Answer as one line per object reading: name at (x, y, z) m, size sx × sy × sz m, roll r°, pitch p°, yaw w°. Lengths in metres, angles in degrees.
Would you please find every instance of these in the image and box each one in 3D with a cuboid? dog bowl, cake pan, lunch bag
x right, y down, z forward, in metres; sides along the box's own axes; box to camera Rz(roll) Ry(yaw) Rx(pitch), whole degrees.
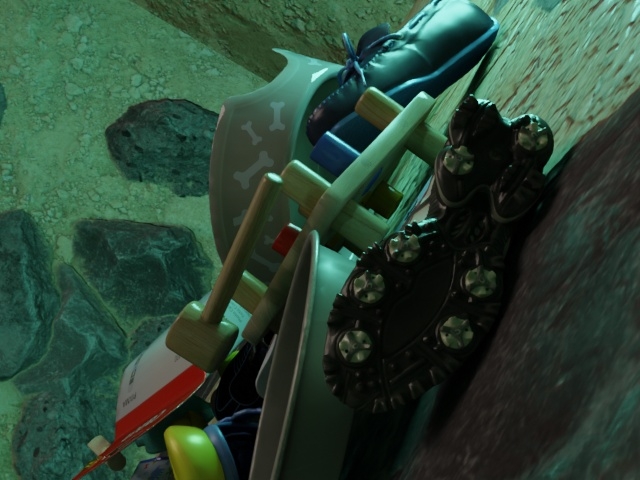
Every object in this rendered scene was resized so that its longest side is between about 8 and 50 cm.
dog bowl at (-0.021, -0.088, 1.516) m, size 0.349 × 0.102 × 0.348 m, roll 7°, pitch -90°, yaw -66°
cake pan at (-0.014, 0.139, 0.933) m, size 0.293 × 0.054 × 0.293 m, roll -168°, pitch 90°, yaw -86°
lunch bag at (-0.249, 0.423, 1.807) m, size 0.151 × 0.096 × 0.128 m, roll -19°, pitch 31°, yaw 36°

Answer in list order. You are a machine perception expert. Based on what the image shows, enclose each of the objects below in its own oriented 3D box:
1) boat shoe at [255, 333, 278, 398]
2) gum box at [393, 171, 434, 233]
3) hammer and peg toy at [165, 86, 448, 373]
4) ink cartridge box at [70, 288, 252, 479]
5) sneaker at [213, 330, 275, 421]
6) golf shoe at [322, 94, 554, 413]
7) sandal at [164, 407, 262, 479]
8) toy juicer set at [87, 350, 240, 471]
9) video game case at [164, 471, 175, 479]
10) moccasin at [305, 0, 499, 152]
boat shoe at (-0.033, 0.129, 1.510) m, size 0.183 × 0.065 × 0.083 m, roll -59°, pitch 7°, yaw 25°
gum box at (0.099, 0.003, 1.074) m, size 0.184 × 0.041 × 0.157 m, roll -59°, pitch 5°, yaw 25°
hammer and peg toy at (0.000, 0.000, 1.204) m, size 0.361 × 0.127 × 0.266 m, roll -47°, pitch -8°, yaw -47°
ink cartridge box at (-0.246, 0.202, 1.740) m, size 0.308 × 0.091 × 0.385 m, roll -37°, pitch 4°, yaw 44°
sneaker at (-0.095, 0.190, 1.684) m, size 0.232 × 0.081 × 0.090 m, roll -58°, pitch -2°, yaw 7°
golf shoe at (0.093, 0.023, 0.834) m, size 0.273 × 0.105 × 0.120 m, roll -56°, pitch -13°, yaw -23°
sandal at (-0.088, 0.251, 1.191) m, size 0.138 × 0.126 × 0.317 m, roll -18°, pitch -11°, yaw -12°
toy juicer set at (-0.240, 0.319, 1.836) m, size 0.329 × 0.089 × 0.209 m, roll -30°, pitch 14°, yaw 2°
video game case at (-0.204, 0.376, 1.723) m, size 0.122 × 0.011 × 0.087 m, roll -46°, pitch 35°, yaw 6°
moccasin at (0.089, -0.218, 1.437) m, size 0.342 × 0.117 × 0.137 m, roll -36°, pitch -15°, yaw -38°
